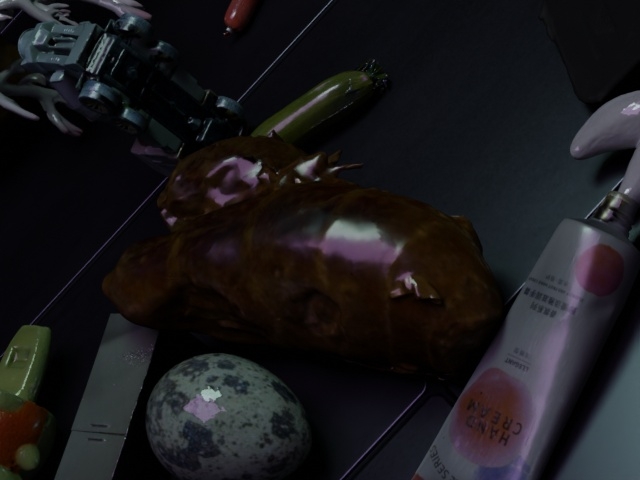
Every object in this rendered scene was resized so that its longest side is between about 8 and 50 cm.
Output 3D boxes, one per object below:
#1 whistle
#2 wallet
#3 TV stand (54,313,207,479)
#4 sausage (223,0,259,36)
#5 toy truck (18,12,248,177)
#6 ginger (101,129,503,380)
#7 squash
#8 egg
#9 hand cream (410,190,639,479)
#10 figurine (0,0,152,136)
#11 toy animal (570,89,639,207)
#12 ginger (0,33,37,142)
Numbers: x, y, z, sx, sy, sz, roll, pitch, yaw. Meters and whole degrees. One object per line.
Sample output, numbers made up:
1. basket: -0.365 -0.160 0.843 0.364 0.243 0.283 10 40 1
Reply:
1. whistle: -0.356 0.223 1.582 0.131 0.106 0.288 -1 62 29
2. wallet: 0.344 -0.294 1.354 0.377 0.051 0.197 -48 37 39
3. TV stand: -0.204 0.212 1.490 0.083 0.088 0.269 -3 61 35
4. sausage: -0.061 -0.358 1.801 0.034 0.034 0.253 12 70 41
5. toy truck: -0.211 -0.160 1.628 0.140 0.257 0.108 4 65 45
6. ginger: 0.000 0.000 1.417 0.418 0.176 0.254 7 53 34
7. squash: -0.007 -0.140 1.606 0.183 0.052 0.052 -32 47 12
8. egg: -0.087 0.177 1.396 0.172 0.132 0.132 11 68 25
9. hand cream: 0.190 0.107 1.284 0.124 0.078 0.340 24 82 43
10. figurine: -0.381 -0.307 1.774 0.206 0.284 0.315 -46 49 39
11. toy animal: 0.341 -0.126 1.322 0.103 0.131 0.221 56 131 12
12. ginger: -0.509 -0.193 1.878 0.200 0.223 0.269 -32 8 28
